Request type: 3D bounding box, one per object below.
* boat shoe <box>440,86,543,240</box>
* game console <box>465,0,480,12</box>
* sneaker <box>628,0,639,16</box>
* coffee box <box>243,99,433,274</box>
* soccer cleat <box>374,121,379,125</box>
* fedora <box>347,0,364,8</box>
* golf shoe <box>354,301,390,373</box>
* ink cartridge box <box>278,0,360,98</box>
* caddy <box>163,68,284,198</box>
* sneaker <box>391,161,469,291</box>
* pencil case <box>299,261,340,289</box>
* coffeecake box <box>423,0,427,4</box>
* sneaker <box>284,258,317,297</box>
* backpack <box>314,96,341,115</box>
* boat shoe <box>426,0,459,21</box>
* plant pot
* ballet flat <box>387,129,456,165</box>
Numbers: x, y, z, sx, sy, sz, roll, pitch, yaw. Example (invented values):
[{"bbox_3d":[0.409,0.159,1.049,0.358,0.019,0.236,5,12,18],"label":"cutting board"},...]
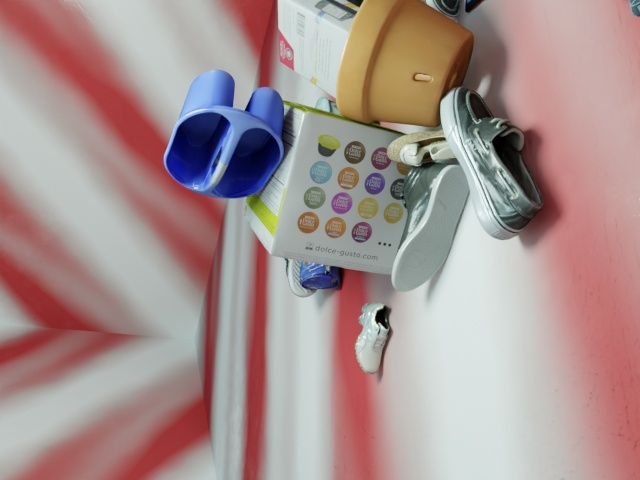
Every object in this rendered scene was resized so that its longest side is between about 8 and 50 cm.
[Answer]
[{"bbox_3d":[0.322,-0.164,1.077,0.119,0.121,0.335,-42,51,43],"label":"boat shoe"},{"bbox_3d":[0.320,-0.588,1.261,0.085,0.124,0.144,-6,75,41],"label":"game console"},{"bbox_3d":[0.416,-0.424,0.867,0.125,0.104,0.262,99,150,-52],"label":"sneaker"},{"bbox_3d":[0.030,-0.143,1.474,0.338,0.337,0.335,-135,57,-65],"label":"coffee box"},{"bbox_3d":[0.072,-0.238,1.703,0.093,0.121,0.289,-123,46,-60],"label":"soccer cleat"},{"bbox_3d":[0.072,-0.639,1.818,0.334,0.152,0.334,-172,90,-69],"label":"fedora"},{"bbox_3d":[0.133,0.236,1.446,0.086,0.069,0.176,-24,61,59],"label":"golf shoe"},{"bbox_3d":[0.028,-0.547,1.649,0.306,0.131,0.226,38,148,23],"label":"ink cartridge box"},{"bbox_3d":[-0.216,-0.216,1.343,0.341,0.241,0.179,134,148,-55],"label":"caddy"},{"bbox_3d":[0.218,-0.039,1.291,0.147,0.104,0.296,-126,55,-64],"label":"sneaker"},{"bbox_3d":[0.000,0.000,1.797,0.133,0.119,0.306,-36,49,56],"label":"pencil case"},{"bbox_3d":[0.238,-0.621,1.501,0.142,0.068,0.186,139,136,-60],"label":"coffeecake box"},{"bbox_3d":[-0.053,0.052,1.914,0.127,0.126,0.321,-43,32,52],"label":"sneaker"},{"bbox_3d":[0.004,-0.313,1.833,0.225,0.191,0.254,-94,28,-46],"label":"backpack"},{"bbox_3d":[0.287,-0.593,1.351,0.070,0.077,0.220,132,143,-57],"label":"boat shoe"},{"bbox_3d":[0.187,-0.363,1.239,0.291,0.203,0.291,-55,-19,-30],"label":"plant pot"},{"bbox_3d":[0.225,-0.191,1.237,0.206,0.073,0.067,-11,34,34],"label":"ballet flat"}]
